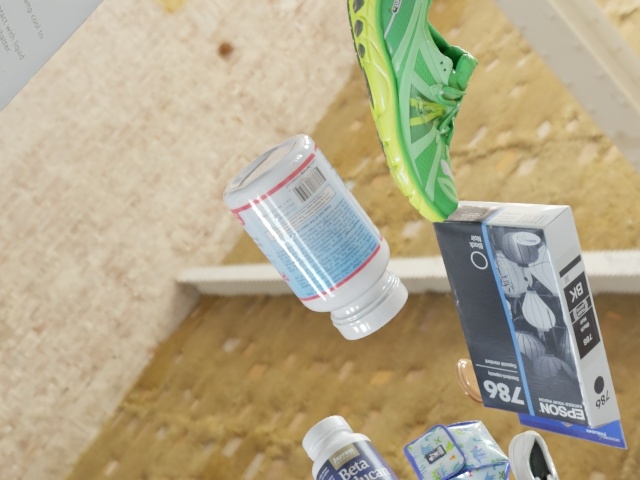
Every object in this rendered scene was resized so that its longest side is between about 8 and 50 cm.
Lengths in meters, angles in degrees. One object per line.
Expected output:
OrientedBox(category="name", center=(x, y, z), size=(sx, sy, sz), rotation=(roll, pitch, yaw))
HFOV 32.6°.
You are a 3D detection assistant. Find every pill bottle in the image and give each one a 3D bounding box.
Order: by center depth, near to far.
OrientedBox(category="pill bottle", center=(0.000, 0.000, 0.890), size=(0.087, 0.160, 0.087), rotation=(-34, -165, 10))
OrientedBox(category="pill bottle", center=(0.047, 0.322, 1.481), size=(0.094, 0.094, 0.169), rotation=(-44, -124, 7))

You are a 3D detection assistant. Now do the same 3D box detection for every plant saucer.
OrientedBox(category="plant saucer", center=(0.267, 0.243, 1.906), size=(0.013, 0.083, 0.083), rotation=(-38, -156, 31))

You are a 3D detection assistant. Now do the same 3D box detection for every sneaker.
OrientedBox(category="sneaker", center=(0.115, -0.151, 1.170), size=(0.123, 0.296, 0.109), rotation=(-15, -153, 2))
OrientedBox(category="sneaker", center=(0.343, 0.398, 1.683), size=(0.080, 0.212, 0.094), rotation=(-13, 165, -9))

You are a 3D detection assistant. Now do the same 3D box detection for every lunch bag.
OrientedBox(category="lunch bag", center=(0.232, 0.381, 1.875), size=(0.151, 0.096, 0.129), rotation=(-8, -154, -13))

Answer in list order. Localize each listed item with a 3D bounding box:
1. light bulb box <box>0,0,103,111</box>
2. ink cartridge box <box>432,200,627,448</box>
OrientedBox(category="light bulb box", center=(-0.421, -0.194, 0.811), size=(0.357, 0.225, 0.361), rotation=(19, -121, 24))
OrientedBox(category="ink cartridge box", center=(0.251, 0.114, 1.302), size=(0.165, 0.333, 0.065), rotation=(3, -149, 46))
